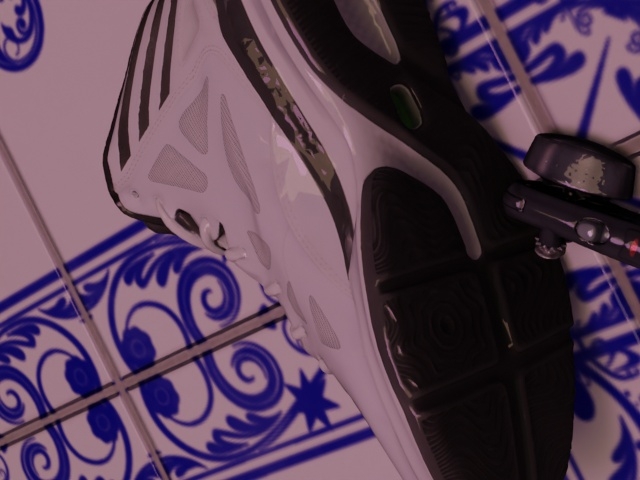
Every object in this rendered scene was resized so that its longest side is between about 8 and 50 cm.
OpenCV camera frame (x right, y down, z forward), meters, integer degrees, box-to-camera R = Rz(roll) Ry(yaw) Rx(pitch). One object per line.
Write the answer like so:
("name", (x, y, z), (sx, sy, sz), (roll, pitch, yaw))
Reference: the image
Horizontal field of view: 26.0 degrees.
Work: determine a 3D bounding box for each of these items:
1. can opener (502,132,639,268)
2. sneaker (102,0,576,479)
("can opener", (0.198, -0.003, 0.855), (0.186, 0.059, 0.073), (29, 121, 27))
("sneaker", (0.001, -0.001, 0.966), (0.257, 0.169, 0.448), (-27, 81, 49))
